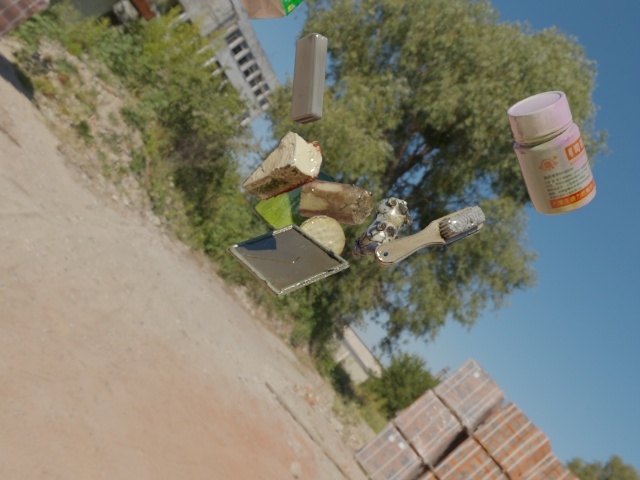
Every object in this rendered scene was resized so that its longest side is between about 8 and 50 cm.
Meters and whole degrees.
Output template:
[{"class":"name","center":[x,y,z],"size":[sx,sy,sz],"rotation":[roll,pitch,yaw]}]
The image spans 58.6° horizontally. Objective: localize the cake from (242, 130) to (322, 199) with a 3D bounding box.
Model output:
[{"class":"cake","center":[-0.090,-0.182,1.366],"size":[0.086,0.116,0.220],"rotation":[27,-25,-32]}]

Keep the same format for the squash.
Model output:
[{"class":"squash","center":[-0.072,-0.160,2.365],"size":[0.310,0.309,0.310],"rotation":[36,6,-5]}]

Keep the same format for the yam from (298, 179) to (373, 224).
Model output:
[{"class":"yam","center":[0.045,-0.125,1.881],"size":[0.238,0.128,0.129],"rotation":[13,-38,25]}]

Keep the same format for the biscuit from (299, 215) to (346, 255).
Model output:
[{"class":"biscuit","center":[0.000,0.000,1.653],"size":[0.152,0.152,0.020],"rotation":[53,1,-19]}]

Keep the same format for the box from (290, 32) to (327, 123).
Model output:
[{"class":"box","center":[-0.033,-0.465,1.647],"size":[0.055,0.243,0.103],"rotation":[8,-6,-39]}]

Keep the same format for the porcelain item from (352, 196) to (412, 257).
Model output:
[{"class":"porcelain item","center":[0.241,-0.044,2.249],"size":[0.138,0.288,0.186],"rotation":[43,-41,-15]}]

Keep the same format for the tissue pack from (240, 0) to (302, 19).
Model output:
[{"class":"tissue pack","center":[-0.127,-0.755,1.636],"size":[0.148,0.209,0.156],"rotation":[10,-39,35]}]

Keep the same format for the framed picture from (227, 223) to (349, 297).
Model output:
[{"class":"framed picture","center":[-0.087,0.040,1.436],"size":[0.281,0.209,0.019],"rotation":[36,-40,51]}]

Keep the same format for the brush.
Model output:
[{"class":"brush","center":[0.270,-0.015,1.350],"size":[0.070,0.327,0.065],"rotation":[64,-26,11]}]

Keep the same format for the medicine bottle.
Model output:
[{"class":"medicine bottle","center":[0.799,-0.301,1.983],"size":[0.388,0.219,0.219],"rotation":[64,-9,-19]}]
